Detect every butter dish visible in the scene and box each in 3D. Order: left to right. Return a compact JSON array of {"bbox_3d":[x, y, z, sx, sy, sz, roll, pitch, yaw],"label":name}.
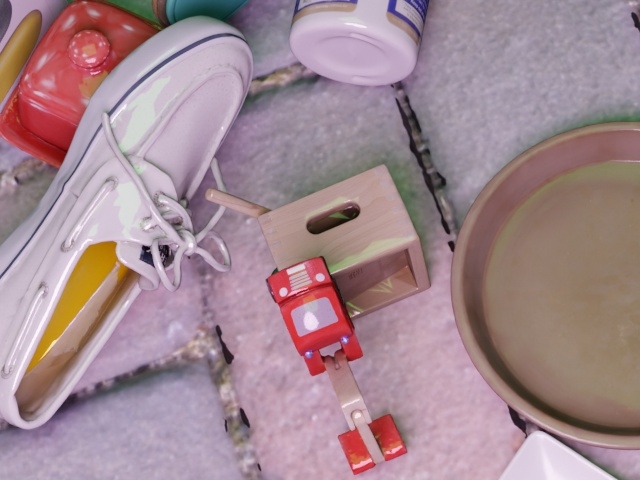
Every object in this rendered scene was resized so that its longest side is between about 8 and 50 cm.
[{"bbox_3d":[-0.187,-0.141,1.441,0.160,0.118,0.160,25,74,14],"label":"butter dish"}]

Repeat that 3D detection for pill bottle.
[{"bbox_3d":[0.043,-0.238,1.454,0.112,0.112,0.187,8,69,12],"label":"pill bottle"}]

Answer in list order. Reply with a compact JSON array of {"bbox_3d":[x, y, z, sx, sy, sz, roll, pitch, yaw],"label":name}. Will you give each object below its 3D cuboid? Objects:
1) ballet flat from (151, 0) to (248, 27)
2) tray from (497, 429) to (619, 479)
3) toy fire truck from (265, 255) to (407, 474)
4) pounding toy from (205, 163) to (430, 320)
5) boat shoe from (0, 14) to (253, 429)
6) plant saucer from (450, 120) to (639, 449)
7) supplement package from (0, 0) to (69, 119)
[{"bbox_3d":[-0.045,-0.333,1.418,0.342,0.116,0.124,-52,55,22],"label":"ballet flat"},{"bbox_3d":[0.232,0.272,1.256,0.270,0.030,0.145,33,75,20],"label":"tray"},{"bbox_3d":[0.014,0.097,1.268,0.047,0.192,0.135,-23,73,1],"label":"toy fire truck"},{"bbox_3d":[0.000,0.000,1.350,0.141,0.130,0.100,-22,66,-1],"label":"pounding toy"},{"bbox_3d":[-0.148,-0.005,1.342,0.156,0.136,0.367,35,84,38],"label":"boat shoe"},{"bbox_3d":[0.243,0.036,1.348,0.278,0.041,0.278,-3,66,7],"label":"plant saucer"},{"bbox_3d":[-0.379,-0.171,1.442,0.198,0.199,0.263,22,72,16],"label":"supplement package"}]
